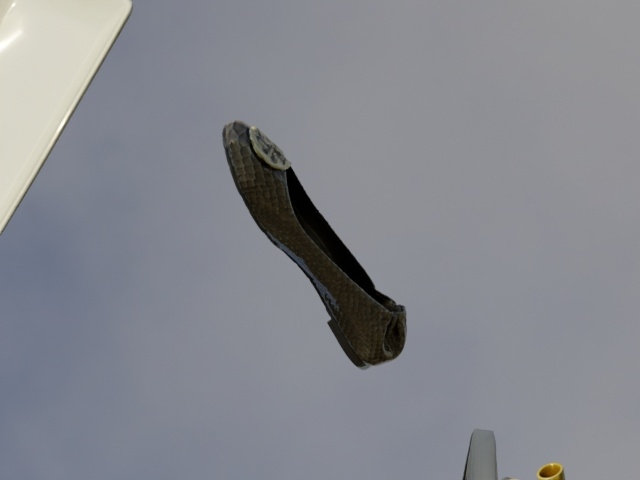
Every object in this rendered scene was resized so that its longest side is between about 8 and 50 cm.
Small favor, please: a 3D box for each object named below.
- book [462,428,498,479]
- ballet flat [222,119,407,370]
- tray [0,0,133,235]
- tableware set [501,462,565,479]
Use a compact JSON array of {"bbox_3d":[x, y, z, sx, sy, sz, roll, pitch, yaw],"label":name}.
[{"bbox_3d":[0.138,0.254,1.533,0.035,0.096,0.144,7,-52,4],"label":"book"},{"bbox_3d":[0.000,0.000,1.418,0.058,0.084,0.250,-26,-73,22],"label":"ballet flat"},{"bbox_3d":[-0.246,-0.076,1.236,0.270,0.145,0.030,-60,-30,-5],"label":"tray"},{"bbox_3d":[0.142,0.226,1.342,0.154,0.104,0.024,-39,-64,-38],"label":"tableware set"}]
